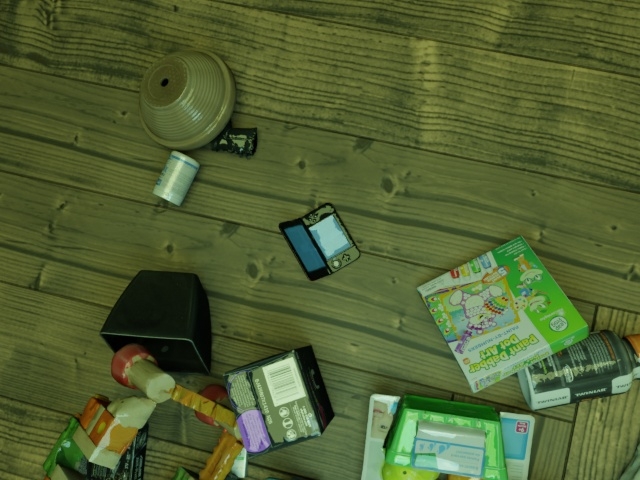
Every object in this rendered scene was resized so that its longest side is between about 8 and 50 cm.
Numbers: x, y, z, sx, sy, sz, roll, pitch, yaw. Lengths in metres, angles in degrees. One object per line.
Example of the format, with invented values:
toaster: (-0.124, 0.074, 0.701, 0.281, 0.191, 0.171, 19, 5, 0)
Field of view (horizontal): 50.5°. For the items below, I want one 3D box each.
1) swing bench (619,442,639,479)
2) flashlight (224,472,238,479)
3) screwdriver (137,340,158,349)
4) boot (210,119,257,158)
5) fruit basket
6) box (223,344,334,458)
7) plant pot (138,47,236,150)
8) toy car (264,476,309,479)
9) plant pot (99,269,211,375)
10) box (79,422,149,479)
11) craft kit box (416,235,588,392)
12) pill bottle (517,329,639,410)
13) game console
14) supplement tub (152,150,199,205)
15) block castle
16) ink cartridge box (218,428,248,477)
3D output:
swing bench: (0.673, 0.544, 1.261, 0.254, 0.165, 0.253, 35, 79, 9)
flashlight: (-0.269, 0.613, 1.397, 0.304, 0.103, 0.103, -44, 100, 11)
screwdriver: (-0.342, 0.227, 1.502, 0.169, 0.024, 0.025, -10, 112, -2)
boot: (-0.190, -0.247, 1.524, 0.099, 0.045, 0.121, 7, 90, 8)
fruit basket: (0.239, 0.496, 1.335, 0.327, 0.165, 0.353, 8, 88, 7)
box: (-0.072, 0.306, 1.333, 0.143, 0.270, 0.165, -19, 82, 4)
plant pot: (-0.313, -0.324, 1.486, 0.237, 0.110, 0.237, -4, 78, 20)
toy car: (0.005, 0.587, 1.297, 0.238, 0.210, 0.219, 1, 72, 27)
plant pot: (-0.324, 0.166, 1.421, 0.188, 0.187, 0.167, 3, 57, 6)
box: (-0.458, 0.479, 1.453, 0.147, 0.077, 0.180, 3, 84, 6)
craft kit box: (0.356, 0.142, 1.359, 0.250, 0.061, 0.247, -28, 53, 2)
pill bottle: (0.523, 0.251, 1.346, 0.245, 0.130, 0.130, -12, 82, 5)
game console: (0.000, 0.000, 1.454, 0.124, 0.085, 0.144, -30, 82, 2)
supplement tub: (-0.321, -0.139, 1.512, 0.071, 0.071, 0.107, 25, 86, 8)
block castle: (-0.366, 0.456, 1.310, 0.303, 0.213, 0.453, 37, 76, -34)
ink cartridge box: (-0.185, 0.443, 1.452, 0.062, 0.029, 0.115, 4, 84, 7)
